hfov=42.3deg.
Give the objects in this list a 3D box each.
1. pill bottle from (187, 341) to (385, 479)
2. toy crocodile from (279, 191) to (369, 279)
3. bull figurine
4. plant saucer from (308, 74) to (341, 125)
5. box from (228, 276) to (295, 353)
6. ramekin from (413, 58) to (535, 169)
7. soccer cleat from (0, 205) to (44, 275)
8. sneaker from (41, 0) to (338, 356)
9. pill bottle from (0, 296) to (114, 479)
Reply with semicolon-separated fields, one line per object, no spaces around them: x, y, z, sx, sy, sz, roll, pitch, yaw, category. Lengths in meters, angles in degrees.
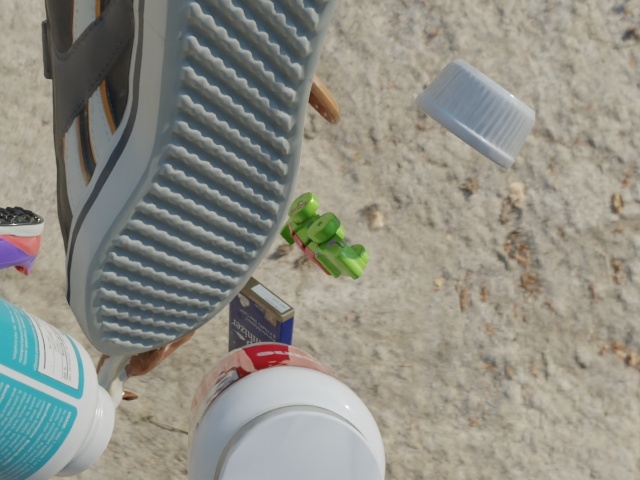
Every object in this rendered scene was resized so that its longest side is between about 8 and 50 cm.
-0.050;0.259;1.026;0.229;0.407;0.229;0;90;-9;pill bottle
0.000;0.000;1.589;0.105;0.340;0.115;-43;116;0;toy crocodile
-0.249;0.135;1.263;0.101;0.188;0.310;42;52;-6;bull figurine
-0.011;-0.132;0.695;0.013;0.083;0.083;-43;103;0;plant saucer
-0.107;0.177;1.450;0.036;0.136;0.225;-28;137;-36;box
0.276;-0.227;1.446;0.207;0.207;0.109;31;104;-19;ramekin
-0.587;0.017;1.307;0.318;0.108;0.116;-9;115;-52;soccer cleat
-0.080;-0.078;0.440;0.126;0.321;0.127;-12;51;-36;sneaker
-0.284;0.119;0.674;0.264;0.146;0.146;49;59;-52;pill bottle
